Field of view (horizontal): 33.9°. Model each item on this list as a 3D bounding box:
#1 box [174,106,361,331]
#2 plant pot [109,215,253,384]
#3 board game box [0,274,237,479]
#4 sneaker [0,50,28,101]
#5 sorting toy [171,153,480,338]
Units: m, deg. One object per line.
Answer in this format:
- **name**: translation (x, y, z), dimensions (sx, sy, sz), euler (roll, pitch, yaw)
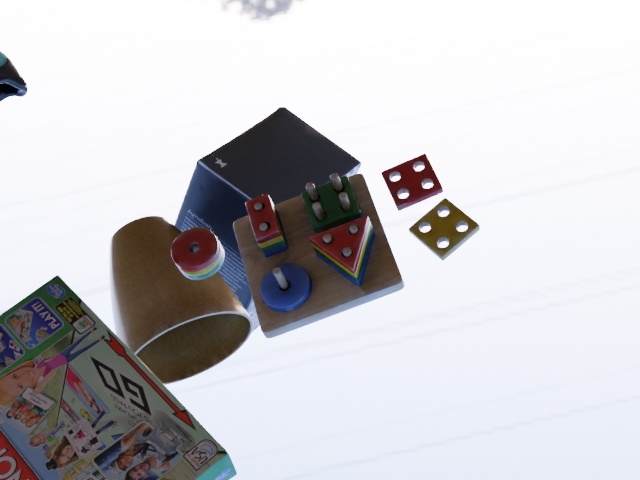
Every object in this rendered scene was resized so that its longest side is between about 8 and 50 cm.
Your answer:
- **box**: translation (-0.134, -0.018, 2.103), dimensions (0.212, 0.395, 0.293), euler (36, -138, 13)
- **plant pot**: translation (-0.278, 0.092, 1.869), dimensions (0.237, 0.237, 0.254), euler (-19, -118, -19)
- **board game box**: translation (-0.263, 0.191, 1.046), dimensions (0.213, 0.046, 0.317), euler (-37, -127, -21)
- **sneaker**: translation (-0.491, -0.131, 1.326), dimensions (0.302, 0.121, 0.108), euler (-57, -172, -23)
- **sorting toy**: translation (0.000, 0.000, 0.945), dimensions (0.275, 0.046, 0.132), euler (-20, -126, 4)
